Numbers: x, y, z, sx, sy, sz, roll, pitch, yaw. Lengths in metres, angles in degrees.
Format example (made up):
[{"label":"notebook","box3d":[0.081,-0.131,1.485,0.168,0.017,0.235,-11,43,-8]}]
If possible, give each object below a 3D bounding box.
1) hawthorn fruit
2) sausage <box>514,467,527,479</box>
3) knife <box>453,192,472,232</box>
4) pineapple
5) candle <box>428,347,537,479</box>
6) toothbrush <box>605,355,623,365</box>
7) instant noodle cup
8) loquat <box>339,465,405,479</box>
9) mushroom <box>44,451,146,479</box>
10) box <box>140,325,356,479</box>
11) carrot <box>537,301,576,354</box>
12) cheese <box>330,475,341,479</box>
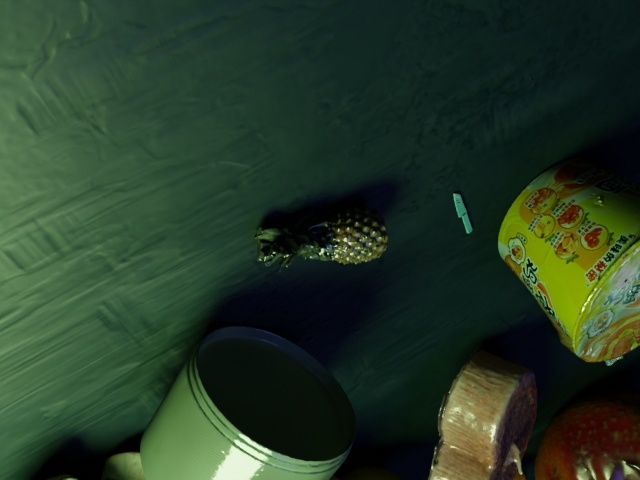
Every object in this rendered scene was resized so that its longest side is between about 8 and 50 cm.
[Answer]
[{"label":"hawthorn fruit","box3d":[0.688,0.500,1.473,0.403,0.403,0.403,-18,134,-19]},{"label":"sausage","box3d":[0.394,0.585,1.547,0.197,0.076,0.076,-27,136,-10]},{"label":"knife","box3d":[0.198,-0.038,0.932,0.014,0.005,0.091,-36,137,-4]},{"label":"pineapple","box3d":[0.000,0.000,0.793,0.159,0.074,0.074,-6,129,-25]},{"label":"candle","box3d":[0.312,0.355,1.191,0.287,0.131,0.317,-5,110,-56]},{"label":"toothbrush","box3d":[0.745,0.196,1.474,0.304,0.030,0.030,-25,136,-15]},{"label":"instant noodle cup","box3d":[0.400,0.013,0.963,0.264,0.200,0.264,-18,134,-20]},{"label":"loquat","box3d":[0.085,0.509,1.197,0.213,0.213,0.213,-18,134,-19]},{"label":"mushroom","box3d":[-0.293,0.388,0.877,0.189,0.195,0.254,-25,133,35]},{"label":"box","box3d":[-0.086,0.234,0.823,0.226,0.226,0.149,14,118,-40]},{"label":"carrot","box3d":[0.459,0.154,1.227,0.070,0.070,0.342,-44,135,8]},{"label":"cheese","box3d":[-0.101,0.466,1.054,0.326,0.115,0.318,-6,125,-8]}]
